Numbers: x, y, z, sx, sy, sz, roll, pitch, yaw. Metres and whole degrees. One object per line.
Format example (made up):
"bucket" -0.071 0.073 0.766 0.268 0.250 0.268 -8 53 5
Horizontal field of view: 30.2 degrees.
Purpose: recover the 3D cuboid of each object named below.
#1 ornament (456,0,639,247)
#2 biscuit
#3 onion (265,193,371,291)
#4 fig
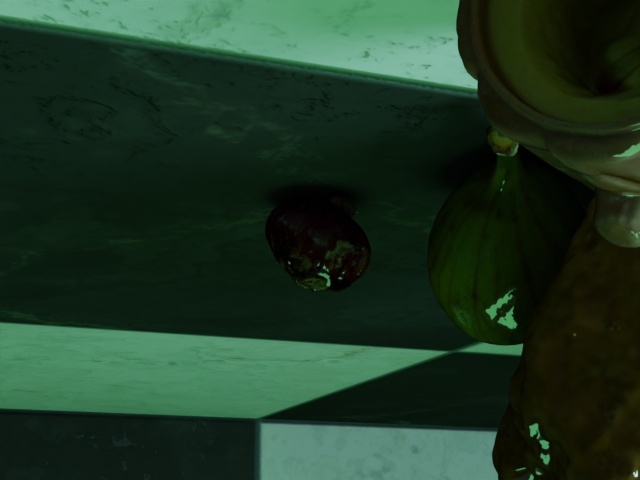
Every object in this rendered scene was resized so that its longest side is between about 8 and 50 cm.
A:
"ornament" 0.191 -0.088 0.593 0.235 0.221 0.218 22 179 42
"biscuit" 0.293 0.098 1.006 0.166 0.342 0.395 27 175 25
"onion" 0.000 0.000 1.123 0.107 0.097 0.107 34 -174 -4
"fig" 0.145 -0.027 0.998 0.151 0.151 0.259 -6 139 18
